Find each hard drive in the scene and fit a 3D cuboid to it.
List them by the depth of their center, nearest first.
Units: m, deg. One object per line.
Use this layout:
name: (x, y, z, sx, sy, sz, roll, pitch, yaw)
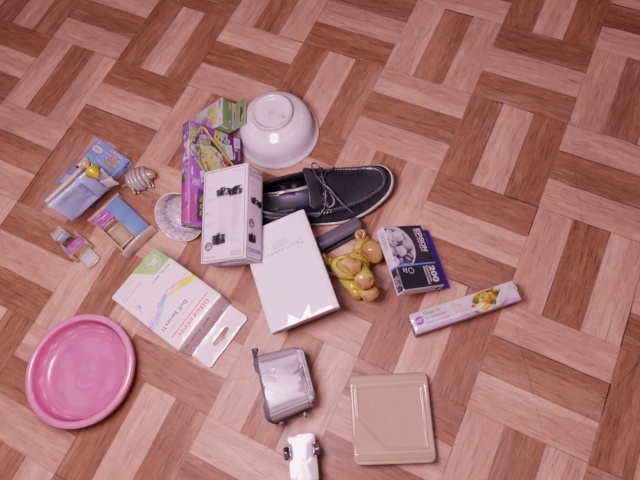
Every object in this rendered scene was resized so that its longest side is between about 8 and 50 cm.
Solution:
hard drive: (-0.092, 0.089, 1.491, 0.210, 0.040, 0.319, -22, 68, 5)

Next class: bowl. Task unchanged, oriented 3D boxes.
bowl: (-0.450, -0.089, 1.671, 0.169, 0.170, 0.080, 5, 25, 11)
bowl: (-0.157, -0.406, 1.747, 0.297, 0.134, 0.298, -2, 69, 6)

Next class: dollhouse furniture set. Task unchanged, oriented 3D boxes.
dollhouse furniture set: (-0.713, -0.063, 1.584, 0.198, 0.303, 0.286, 39, 77, 19)

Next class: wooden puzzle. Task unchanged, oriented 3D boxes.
wooden puzzle: (0.197, 0.494, 1.414, 0.220, 0.044, 0.239, -4, 64, 5)

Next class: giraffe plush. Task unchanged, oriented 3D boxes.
giraffe plush: (0.127, 0.064, 1.540, 0.170, 0.182, 0.210, -41, 35, -20)

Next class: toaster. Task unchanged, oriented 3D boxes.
toaster: (-0.100, 0.396, 1.437, 0.146, 0.129, 0.227, -15, 66, -4)

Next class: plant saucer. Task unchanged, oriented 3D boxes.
plant saucer: (-0.709, 0.392, 1.526, 0.331, 0.084, 0.333, -2, 69, 5)

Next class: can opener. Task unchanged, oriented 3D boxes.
can opener: (0.000, 0.000, 1.605, 0.280, 0.074, 0.093, -25, 68, -4)

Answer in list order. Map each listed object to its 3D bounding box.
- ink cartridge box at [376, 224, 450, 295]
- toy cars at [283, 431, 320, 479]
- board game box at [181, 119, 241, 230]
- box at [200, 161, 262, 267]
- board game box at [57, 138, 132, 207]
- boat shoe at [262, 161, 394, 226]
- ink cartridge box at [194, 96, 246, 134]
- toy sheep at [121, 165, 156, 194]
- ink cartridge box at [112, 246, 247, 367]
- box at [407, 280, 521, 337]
ink cartridge box: (0.289, 0.053, 1.517, 0.208, 0.045, 0.207, -4, 65, -30)
toy cars: (0.032, 0.685, 1.336, 0.393, 0.087, 0.176, 39, 73, 21)
board game box: (-0.349, -0.196, 1.642, 0.056, 0.208, 0.347, -16, 69, 37)
box: (-0.263, -0.072, 1.519, 0.169, 0.087, 0.290, -9, 74, 27)
board game box: (-0.800, -0.241, 1.803, 0.160, 0.039, 0.212, 34, 77, 17)
boat shoe: (-0.006, -0.147, 1.621, 0.499, 0.156, 0.187, -12, 66, 0)
ink cartridge box: (-0.350, -0.418, 1.757, 0.209, 0.062, 0.109, -20, 63, 35)
toy sheep: (-0.628, -0.209, 1.750, 0.132, 0.091, 0.091, -22, 68, 3)
ink cartridge box: (-0.424, 0.204, 1.547, 0.353, 0.119, 0.207, 32, 75, 17)
box: (0.419, 0.202, 1.486, 0.323, 0.067, 0.063, -19, 67, 0)
